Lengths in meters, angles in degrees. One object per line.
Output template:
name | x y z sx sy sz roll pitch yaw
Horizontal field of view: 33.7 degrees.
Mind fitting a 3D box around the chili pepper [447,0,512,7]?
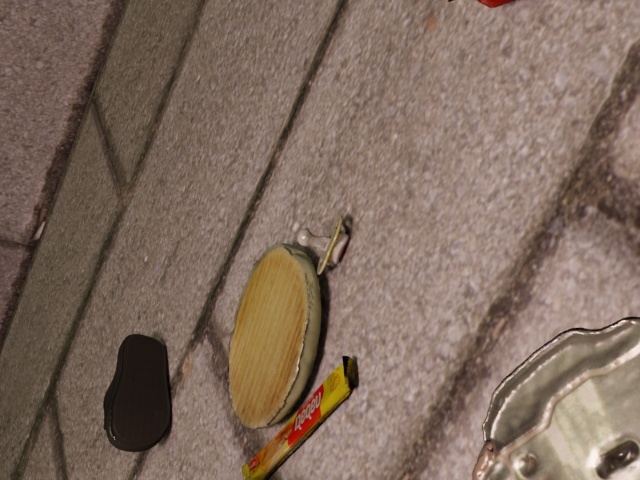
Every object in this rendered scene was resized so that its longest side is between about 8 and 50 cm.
chili pepper | 0.211 -0.282 1.118 0.191 0.050 0.059 -6 69 50

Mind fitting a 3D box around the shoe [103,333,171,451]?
shoe | -0.321 0.278 1.832 0.093 0.108 0.241 -55 26 38

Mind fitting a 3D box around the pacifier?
pacifier | 0.000 0.000 1.377 0.068 0.064 0.083 -99 31 -71

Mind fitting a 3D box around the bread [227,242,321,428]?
bread | -0.063 0.132 1.454 0.267 0.040 0.267 -41 43 52

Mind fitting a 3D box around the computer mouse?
computer mouse | 0.263 0.136 0.741 0.389 0.115 0.200 -39 59 34

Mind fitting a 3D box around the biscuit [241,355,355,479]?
biscuit | -0.031 0.245 1.359 0.292 0.026 0.048 -52 28 39
